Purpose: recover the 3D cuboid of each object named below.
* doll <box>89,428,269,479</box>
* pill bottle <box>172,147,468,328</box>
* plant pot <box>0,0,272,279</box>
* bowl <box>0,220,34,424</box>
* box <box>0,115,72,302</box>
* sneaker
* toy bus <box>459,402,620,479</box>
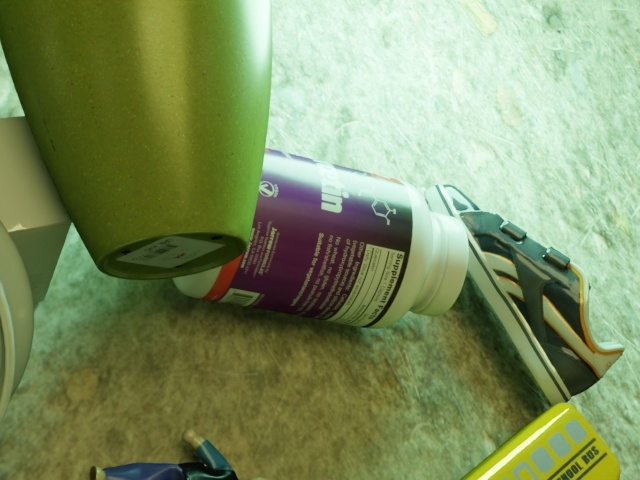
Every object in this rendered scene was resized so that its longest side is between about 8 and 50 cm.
[{"bbox_3d":[-0.133,0.252,0.946,0.189,0.046,0.129,7,58,-23],"label":"doll"},{"bbox_3d":[0.000,0.000,1.089,0.323,0.181,0.181,11,56,-21],"label":"pill bottle"},{"bbox_3d":[-0.160,-0.121,0.888,0.275,0.275,0.293,-1,71,-28],"label":"plant pot"},{"bbox_3d":[-0.354,0.050,0.792,0.298,0.298,0.134,42,21,3],"label":"bowl"},{"bbox_3d":[-0.325,-0.022,0.944,0.091,0.170,0.130,-11,66,-32],"label":"box"},{"bbox_3d":[0.260,0.046,1.208,0.127,0.126,0.321,-33,83,6],"label":"sneaker"},{"bbox_3d":[0.191,0.317,1.028,0.333,0.108,0.130,-27,74,-37],"label":"toy bus"}]
